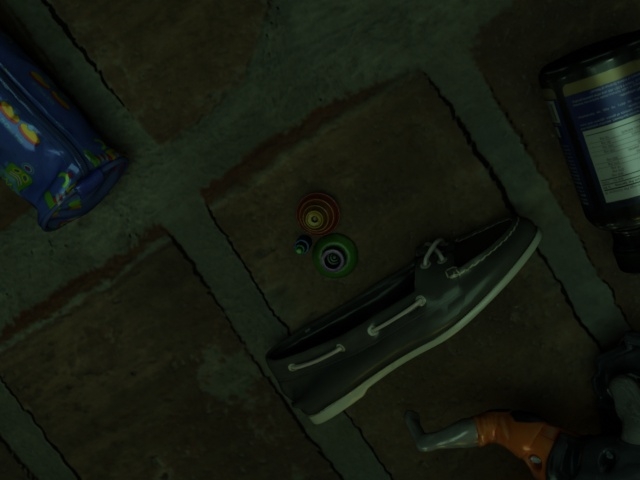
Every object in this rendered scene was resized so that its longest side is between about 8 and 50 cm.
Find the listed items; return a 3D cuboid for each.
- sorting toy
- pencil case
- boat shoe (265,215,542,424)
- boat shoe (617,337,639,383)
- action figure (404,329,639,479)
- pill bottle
[{"bbox_3d":[0.000,0.000,1.080,0.061,0.042,0.102,-20,100,13],"label":"sorting toy"},{"bbox_3d":[-0.341,-0.153,1.050,0.119,0.133,0.306,-43,96,-18],"label":"pencil case"},{"bbox_3d":[0.079,0.070,1.051,0.335,0.112,0.095,-41,100,19],"label":"boat shoe"},{"bbox_3d":[0.365,0.162,1.067,0.049,0.042,0.133,-32,98,13],"label":"boat shoe"},{"bbox_3d":[0.283,0.285,1.014,0.330,0.178,0.341,-14,99,25],"label":"action figure"},{"bbox_3d":[0.304,-0.085,0.973,0.122,0.123,0.219,-19,101,13],"label":"pill bottle"}]
